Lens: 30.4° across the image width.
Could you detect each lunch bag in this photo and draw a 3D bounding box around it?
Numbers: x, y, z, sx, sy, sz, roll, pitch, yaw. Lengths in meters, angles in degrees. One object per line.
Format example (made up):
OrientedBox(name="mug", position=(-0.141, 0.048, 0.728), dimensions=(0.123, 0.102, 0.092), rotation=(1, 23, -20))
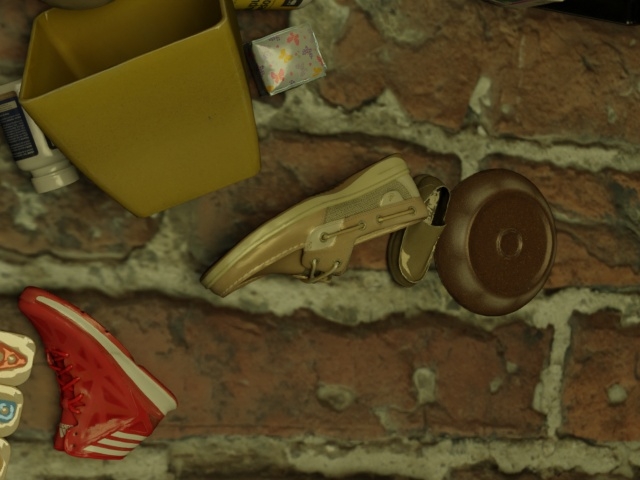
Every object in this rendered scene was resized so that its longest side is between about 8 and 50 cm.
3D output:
OrientedBox(name="lunch bag", position=(-0.040, -0.213, 1.391), dimensions=(0.083, 0.053, 0.071), rotation=(-23, 101, -15))

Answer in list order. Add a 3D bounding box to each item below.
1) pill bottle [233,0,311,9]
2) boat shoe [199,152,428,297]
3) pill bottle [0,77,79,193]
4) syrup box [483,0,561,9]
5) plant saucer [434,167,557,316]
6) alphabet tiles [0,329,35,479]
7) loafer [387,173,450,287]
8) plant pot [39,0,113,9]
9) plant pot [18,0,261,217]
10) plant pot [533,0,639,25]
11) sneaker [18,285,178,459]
OrientedBox(name="pill bottle", position=(-0.062, -0.315, 1.344), dimensions=(0.184, 0.103, 0.103), rotation=(-6, 95, -27))
OrientedBox(name="boat shoe", position=(0.000, 0.000, 1.384), dimensions=(0.302, 0.109, 0.098), rotation=(-29, 88, -29))
OrientedBox(name="pill bottle", position=(-0.300, -0.114, 1.252), dimensions=(0.067, 0.067, 0.120), rotation=(-24, 103, -24))
OrientedBox(name="syrup box", position=(0.266, -0.425, 1.515), dimensions=(0.096, 0.093, 0.236), rotation=(10, 88, -28))
OrientedBox(name="plant saucer", position=(0.242, 0.004, 1.558), dimensions=(0.199, 0.036, 0.198), rotation=(-1, 93, -28))
OrientedBox(name="alphabet tiles", position=(-0.445, 0.159, 1.217), dimensions=(0.278, 0.021, 0.284), rotation=(15, 85, -28))
OrientedBox(name="loafer", position=(0.126, -0.013, 1.487), dimensions=(0.056, 0.050, 0.148), rotation=(13, 86, -27))
OrientedBox(name="plant pot", position=(-0.246, -0.362, 1.121), dimensions=(0.257, 0.274, 0.256), rotation=(0, 57, -1))
OrientedBox(name="plant pot", position=(-0.166, -0.151, 1.223), dimensions=(0.212, 0.212, 0.187), rotation=(-20, 124, 5))
OrientedBox(name="plant pot", position=(0.403, -0.388, 1.540), dimensions=(0.188, 0.187, 0.166), rotation=(3, 88, -28))
OrientedBox(name="sneaker", position=(-0.266, 0.158, 1.274), dimensions=(0.221, 0.087, 0.128), rotation=(45, 72, -21))
